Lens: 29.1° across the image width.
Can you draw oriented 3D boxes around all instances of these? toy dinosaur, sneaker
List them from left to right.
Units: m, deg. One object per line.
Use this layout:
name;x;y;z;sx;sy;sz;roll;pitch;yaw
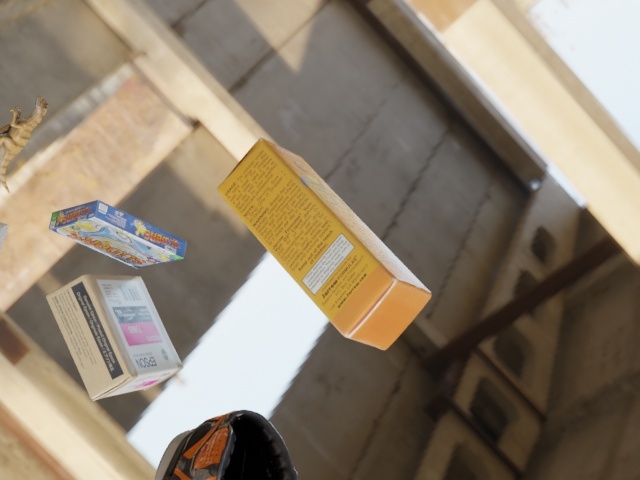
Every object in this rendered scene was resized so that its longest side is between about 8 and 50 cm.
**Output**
toy dinosaur;-0.589;-0.182;2.328;0.211;0.112;0.064;-54;-151;18
sneaker;-0.119;0.311;1.221;0.180;0.124;0.321;-37;-143;52

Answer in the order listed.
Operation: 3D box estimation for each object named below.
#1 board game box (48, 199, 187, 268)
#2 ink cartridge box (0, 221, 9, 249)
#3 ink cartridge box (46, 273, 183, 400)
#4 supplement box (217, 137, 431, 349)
board game box;-0.354;-0.009;2.157;0.136;0.201;0.035;-12;-119;43
ink cartridge box;-0.575;0.089;1.773;0.197;0.114;0.273;-47;159;-76
ink cartridge box;-0.346;0.160;2.101;0.088;0.193;0.234;-29;172;12
supplement box;0.000;0.000;1.199;0.080;0.233;0.078;-52;146;11
